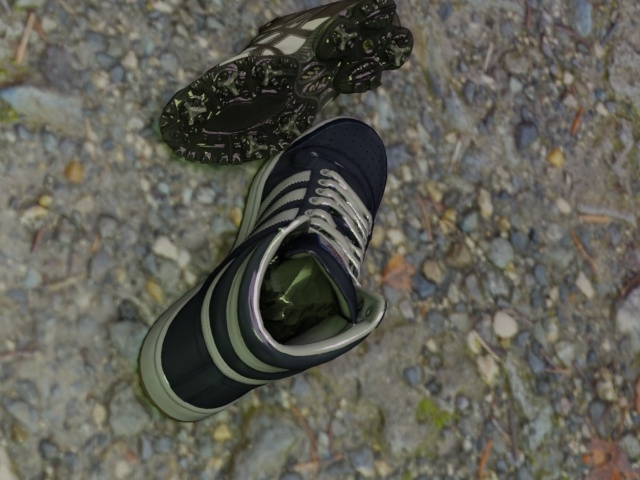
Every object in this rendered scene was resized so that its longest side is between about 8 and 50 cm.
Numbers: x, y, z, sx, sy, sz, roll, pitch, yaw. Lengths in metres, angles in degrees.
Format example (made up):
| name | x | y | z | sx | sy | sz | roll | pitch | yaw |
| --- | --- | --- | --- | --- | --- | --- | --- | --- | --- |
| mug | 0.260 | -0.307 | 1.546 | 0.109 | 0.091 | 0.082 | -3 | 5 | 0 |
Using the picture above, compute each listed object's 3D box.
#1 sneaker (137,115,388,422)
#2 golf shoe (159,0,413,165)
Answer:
| name | x | y | z | sx | sy | sz | roll | pitch | yaw |
| --- | --- | --- | --- | --- | --- | --- | --- | --- | --- |
| sneaker | 0.000 | 0.000 | 1.244 | 0.099 | 0.153 | 0.282 | 45 | 53 | -12 |
| golf shoe | -0.032 | -0.115 | 1.330 | 0.198 | 0.094 | 0.077 | -25 | 112 | -16 |
